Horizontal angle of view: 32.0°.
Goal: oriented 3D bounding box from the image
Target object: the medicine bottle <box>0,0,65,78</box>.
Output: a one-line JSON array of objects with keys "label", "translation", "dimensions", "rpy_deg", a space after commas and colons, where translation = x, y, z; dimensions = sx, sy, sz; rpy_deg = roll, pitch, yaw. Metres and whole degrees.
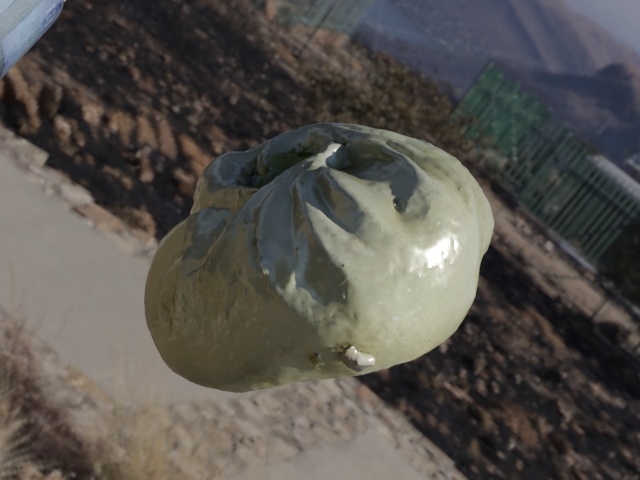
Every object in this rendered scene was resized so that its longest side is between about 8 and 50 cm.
[{"label": "medicine bottle", "translation": [-0.249, -0.198, 0.895], "dimensions": [0.083, 0.083, 0.203], "rpy_deg": [34, 42, -7]}]

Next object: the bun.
[{"label": "bun", "translation": [0.000, 0.000, 0.779], "dimensions": [0.259, 0.259, 0.160], "rpy_deg": [-43, 123, -72]}]
